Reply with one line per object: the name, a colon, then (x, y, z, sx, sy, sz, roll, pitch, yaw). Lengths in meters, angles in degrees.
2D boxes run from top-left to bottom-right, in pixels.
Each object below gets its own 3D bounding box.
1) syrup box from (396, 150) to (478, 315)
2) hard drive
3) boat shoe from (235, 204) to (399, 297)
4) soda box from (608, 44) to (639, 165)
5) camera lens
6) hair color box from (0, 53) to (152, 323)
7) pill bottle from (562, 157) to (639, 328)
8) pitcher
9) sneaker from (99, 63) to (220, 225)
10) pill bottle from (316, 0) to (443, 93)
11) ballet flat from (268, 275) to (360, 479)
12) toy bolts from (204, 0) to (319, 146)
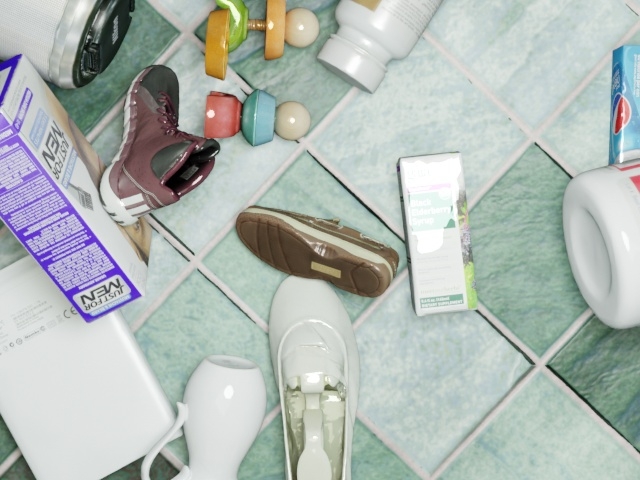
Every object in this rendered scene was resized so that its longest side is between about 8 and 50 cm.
syrup box: (0.174, -0.012, 1.687, 0.093, 0.096, 0.237, -6, 93, 1)
hard drive: (-0.394, 0.195, 1.722, 0.233, 0.047, 0.353, -28, 91, 1)
boat shoe: (-0.001, 0.006, 1.701, 0.257, 0.095, 0.095, 25, 130, 14)
soda box: (0.480, -0.187, 1.693, 0.071, 0.067, 0.210, 2, 91, 0)
camera lens: (-0.419, -0.361, 1.617, 0.274, 0.219, 0.219, 25, 92, -1)
hair color box: (-0.371, -0.071, 1.570, 0.110, 0.185, 0.339, -24, 122, 11)
pill bottle: (0.569, -0.029, 1.573, 0.407, 0.229, 0.229, -14, 92, -5)
pitcher: (-0.173, 0.280, 1.672, 0.177, 0.125, 0.207, 6, 98, -33)
sneaker: (-0.205, -0.149, 1.612, 0.162, 0.106, 0.281, -11, 53, 29)
pill bottle: (0.096, -0.340, 1.659, 0.131, 0.131, 0.229, 32, 92, -1)
ballet flat: (-0.006, 0.250, 1.680, 0.139, 0.139, 0.400, -3, 92, 0)
toy bolts: (-0.085, -0.243, 1.639, 0.158, 0.218, 0.229, 4, 108, -3)
